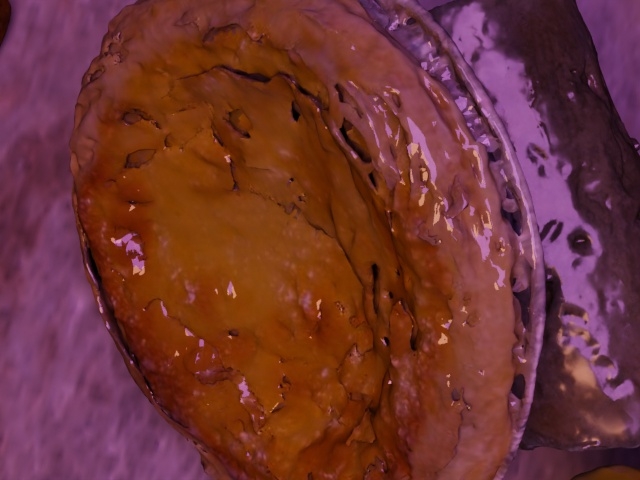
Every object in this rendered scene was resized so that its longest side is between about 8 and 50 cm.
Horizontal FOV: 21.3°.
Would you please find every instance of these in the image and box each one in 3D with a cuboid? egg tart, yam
[{"bbox_3d":[0.000,0.000,0.644,0.094,0.234,0.234,-24,88,-42],"label":"egg tart"},{"bbox_3d":[0.087,-0.006,0.699,0.107,0.107,0.194,-22,88,-10],"label":"yam"}]

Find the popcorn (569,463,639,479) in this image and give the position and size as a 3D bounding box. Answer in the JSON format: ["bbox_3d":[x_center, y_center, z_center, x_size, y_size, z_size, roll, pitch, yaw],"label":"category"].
[{"bbox_3d":[0.211,0.181,0.643,0.259,0.212,0.259,-3,101,-16],"label":"popcorn"}]

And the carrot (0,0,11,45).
[{"bbox_3d":[-0.167,-0.033,0.700,0.035,0.035,0.165,28,78,-5],"label":"carrot"}]
